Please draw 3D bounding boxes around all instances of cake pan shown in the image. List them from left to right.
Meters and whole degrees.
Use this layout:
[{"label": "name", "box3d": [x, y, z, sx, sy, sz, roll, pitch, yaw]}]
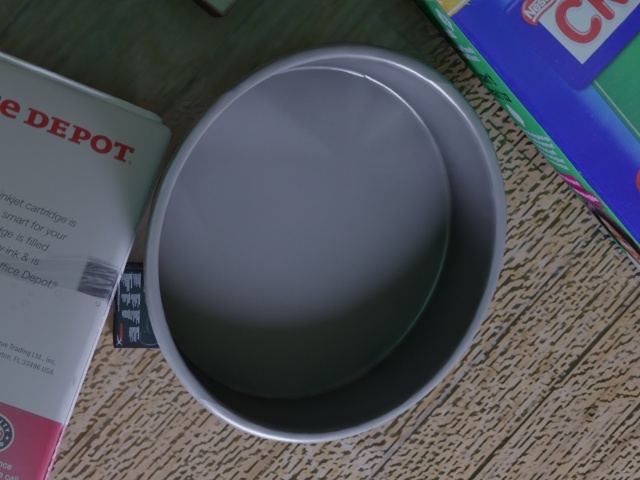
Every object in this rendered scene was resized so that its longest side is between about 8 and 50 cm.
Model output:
[{"label": "cake pan", "box3d": [0.000, 0.000, 1.147, 0.293, 0.054, 0.293, -8, 106, -27]}]

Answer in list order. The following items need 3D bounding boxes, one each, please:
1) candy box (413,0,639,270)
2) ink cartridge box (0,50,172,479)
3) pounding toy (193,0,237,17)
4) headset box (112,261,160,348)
[{"label": "candy box", "box3d": [0.267, -0.154, 1.176, 0.268, 0.122, 0.317, -42, 100, -1]}, {"label": "ink cartridge box", "box3d": [-0.247, 0.021, 1.087, 0.207, 0.117, 0.283, 22, 78, -12]}, {"label": "pounding toy", "box3d": [-0.078, -0.253, 1.120, 0.130, 0.100, 0.141, 38, 91, -12]}, {"label": "headset box", "box3d": [-0.113, 0.049, 1.188, 0.083, 0.032, 0.062, 0, 98, -10]}]
